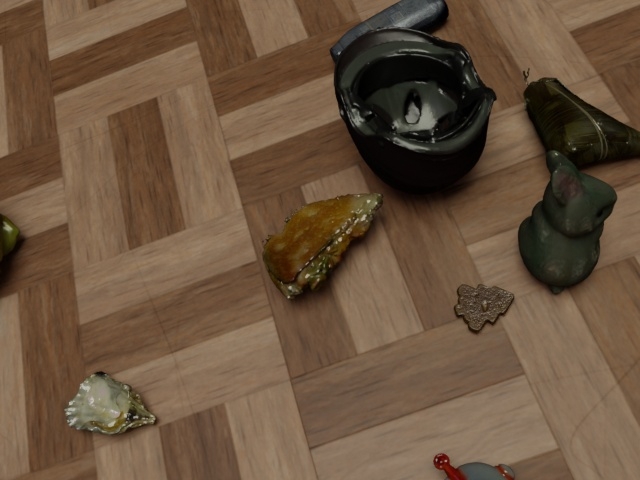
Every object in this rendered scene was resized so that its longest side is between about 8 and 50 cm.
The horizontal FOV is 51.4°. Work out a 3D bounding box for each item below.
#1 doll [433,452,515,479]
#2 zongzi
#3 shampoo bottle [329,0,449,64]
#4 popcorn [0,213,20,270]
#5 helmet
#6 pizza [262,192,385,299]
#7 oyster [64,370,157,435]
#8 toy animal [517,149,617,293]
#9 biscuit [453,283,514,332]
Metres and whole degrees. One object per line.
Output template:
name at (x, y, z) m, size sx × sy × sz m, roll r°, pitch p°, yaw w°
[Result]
doll at (0.232, 0.373, 0.847) m, size 0.142 × 0.076 × 0.245 m, roll -40°, pitch 65°, yaw -9°
zongzi at (0.439, -0.205, 1.092) m, size 0.184 × 0.084 × 0.187 m, roll -8°, pitch 57°, yaw -6°
shampoo bottle at (0.129, -0.403, 1.277) m, size 0.234 × 0.049 × 0.087 m, roll -29°, pitch 62°, yaw -2°
popcorn at (-0.706, 0.007, 1.181) m, size 0.277 × 0.225 × 0.276 m, roll -5°, pitch 73°, yaw 17°
helmet at (0.153, -0.202, 1.099) m, size 0.225 × 0.177 × 0.305 m, roll -20°, pitch 51°, yaw -4°
pizza at (0.000, 0.000, 1.100) m, size 0.226 × 0.069 × 0.147 m, roll -47°, pitch 41°, yaw -15°
oyster at (-0.343, 0.258, 1.062) m, size 0.146 × 0.045 × 0.121 m, roll -25°, pitch 64°, yaw 9°
toy animal at (0.347, -0.034, 0.922) m, size 0.126 × 0.251 × 0.127 m, roll -28°, pitch 60°, yaw -5°
biscuit at (0.250, 0.096, 1.014) m, size 0.092 × 0.016 × 0.082 m, roll -18°, pitch 56°, yaw 4°
